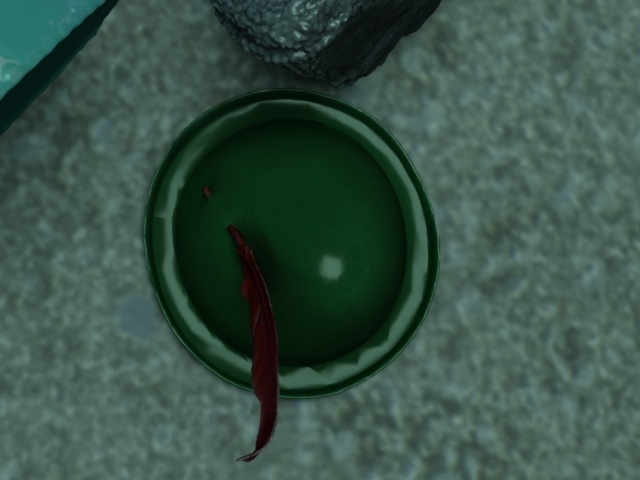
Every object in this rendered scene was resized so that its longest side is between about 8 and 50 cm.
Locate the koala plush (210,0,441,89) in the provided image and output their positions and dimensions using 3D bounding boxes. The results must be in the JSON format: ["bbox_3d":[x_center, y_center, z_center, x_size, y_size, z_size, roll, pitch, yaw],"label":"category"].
[{"bbox_3d":[-0.026,-0.212,1.094,0.221,0.203,0.196,38,90,10],"label":"koala plush"}]

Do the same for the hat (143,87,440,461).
[{"bbox_3d":[0.000,0.000,1.055,0.173,0.183,0.208,-15,84,-11],"label":"hat"}]

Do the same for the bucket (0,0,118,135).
[{"bbox_3d":[-0.244,-0.107,0.999,0.183,0.281,0.281,44,78,-5],"label":"bucket"}]
